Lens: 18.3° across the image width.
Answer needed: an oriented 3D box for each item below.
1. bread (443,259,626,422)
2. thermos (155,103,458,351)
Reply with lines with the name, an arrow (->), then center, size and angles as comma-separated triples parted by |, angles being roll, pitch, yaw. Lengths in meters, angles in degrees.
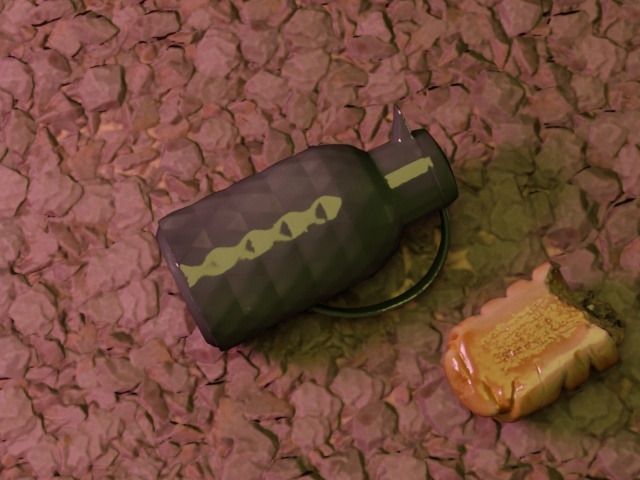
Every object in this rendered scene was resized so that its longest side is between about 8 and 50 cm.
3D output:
bread -> 0.201, 0.098, 1.879 | 0.177, 0.084, 0.119 | -32, 69, -3
thermos -> 0.000, 0.000, 1.914 | 0.286, 0.145, 0.182 | -24, 102, -3
